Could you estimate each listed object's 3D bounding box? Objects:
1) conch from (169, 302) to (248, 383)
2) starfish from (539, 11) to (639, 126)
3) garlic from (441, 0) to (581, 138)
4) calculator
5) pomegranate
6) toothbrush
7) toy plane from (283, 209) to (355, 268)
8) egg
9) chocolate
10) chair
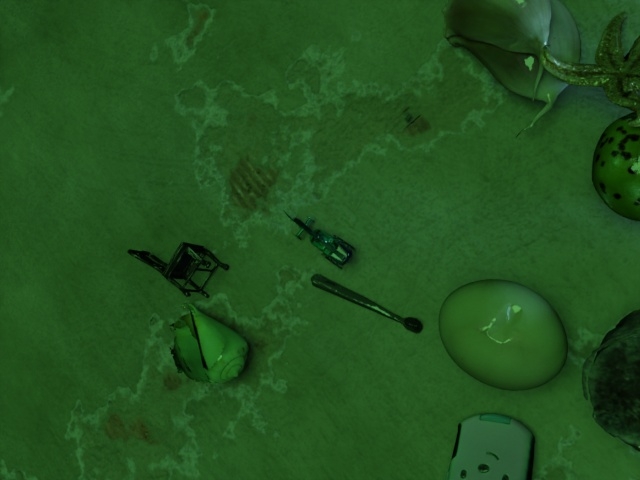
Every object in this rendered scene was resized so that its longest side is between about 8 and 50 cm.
[{"bbox_3d":[-0.284,0.258,2.001,0.251,0.137,0.143,25,93,23],"label":"conch"},{"bbox_3d":[0.610,-0.351,1.683,0.327,0.094,0.375,-4,46,2],"label":"starfish"},{"bbox_3d":[0.417,-0.440,1.775,0.246,0.231,0.340,-33,66,12],"label":"garlic"},{"bbox_3d":[0.346,0.498,1.717,0.173,0.051,0.293,4,60,21],"label":"calculator"},{"bbox_3d":[0.674,-0.167,1.620,0.286,0.231,0.230,-33,68,49],"label":"pomegranate"},{"bbox_3d":[0.102,0.142,1.924,0.297,0.030,0.030,23,65,25],"label":"toothbrush"},{"bbox_3d":[0.000,0.000,1.952,0.235,0.096,0.060,36,94,40],"label":"toy plane"},{"bbox_3d":[0.373,0.191,1.704,0.269,0.219,0.219,26,92,9],"label":"egg"},{"bbox_3d":[0.667,0.237,1.584,0.303,0.213,0.303,14,125,21],"label":"chocolate"},{"bbox_3d":[-0.362,0.045,2.082,0.229,0.106,0.113,35,97,22],"label":"chair"}]
